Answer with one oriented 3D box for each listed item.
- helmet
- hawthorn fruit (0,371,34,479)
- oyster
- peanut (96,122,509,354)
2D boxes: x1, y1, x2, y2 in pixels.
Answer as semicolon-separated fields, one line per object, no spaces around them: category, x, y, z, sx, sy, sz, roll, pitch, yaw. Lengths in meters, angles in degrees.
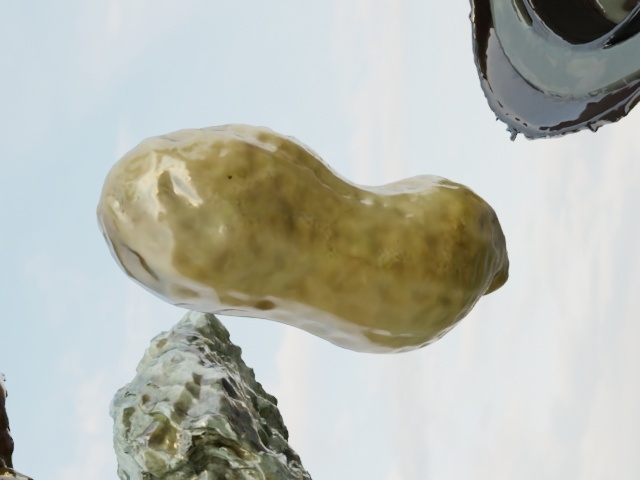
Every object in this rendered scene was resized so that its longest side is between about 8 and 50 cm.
helmet;0.207;-0.200;0.768;0.177;0.225;0.305;1;-75;-30
hawthorn fruit;-0.240;0.116;0.779;0.148;0.172;0.148;6;-90;-69
oyster;-0.083;0.170;1.127;0.112;0.267;0.198;-53;-22;24
peanut;0.000;0.000;0.671;0.098;0.229;0.103;-26;54;60
